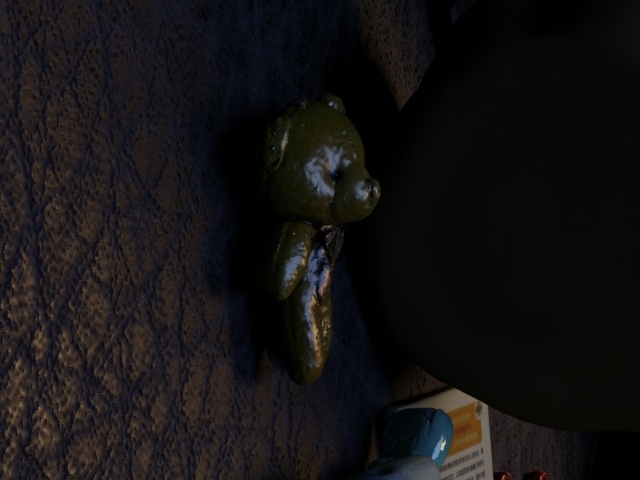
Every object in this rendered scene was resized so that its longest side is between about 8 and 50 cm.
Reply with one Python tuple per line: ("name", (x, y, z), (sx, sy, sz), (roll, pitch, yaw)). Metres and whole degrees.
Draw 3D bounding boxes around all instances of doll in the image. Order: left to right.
("doll", (0.000, 0.000, 1.454), (0.137, 0.097, 0.209), (-33, 122, -67))
("doll", (0.074, 0.234, 1.589), (0.158, 0.059, 0.159), (-41, 119, -45))

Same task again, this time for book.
("book", (0.114, 0.279, 1.731), (0.208, 0.020, 0.295), (-7, 93, -64))

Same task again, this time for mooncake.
("mooncake", (0.227, -0.037, 1.621), (0.200, 0.379, 0.378), (-67, 145, -60))

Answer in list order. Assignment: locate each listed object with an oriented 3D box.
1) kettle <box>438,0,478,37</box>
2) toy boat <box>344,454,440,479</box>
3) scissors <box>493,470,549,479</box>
("kettle", (0.243, -0.240, 1.868), (0.271, 0.207, 0.250), (-58, 130, -62))
("toy boat", (0.048, 0.283, 1.378), (0.215, 0.123, 0.330), (52, 44, -1))
("scissors", (0.189, 0.344, 1.884), (0.144, 0.017, 0.247), (12, 78, -63))
